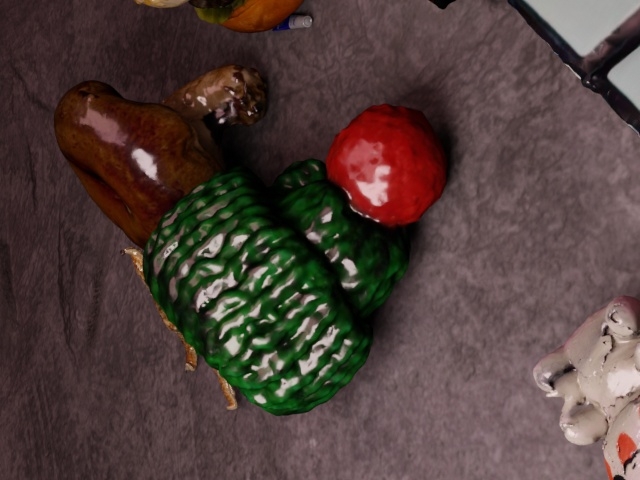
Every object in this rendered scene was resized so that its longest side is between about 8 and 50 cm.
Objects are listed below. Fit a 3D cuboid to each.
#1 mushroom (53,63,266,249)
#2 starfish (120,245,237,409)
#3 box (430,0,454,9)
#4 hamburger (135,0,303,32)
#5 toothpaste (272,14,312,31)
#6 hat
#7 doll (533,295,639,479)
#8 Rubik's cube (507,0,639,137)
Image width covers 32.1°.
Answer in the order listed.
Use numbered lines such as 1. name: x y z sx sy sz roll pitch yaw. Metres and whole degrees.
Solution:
1. mushroom: -0.200 -0.091 1.424 0.267 0.254 0.267 24 122 45
2. starfish: -0.167 0.100 1.369 0.231 0.048 0.295 62 165 -20
3. box: -0.016 -0.417 1.077 0.415 0.264 0.116 43 96 19
4. hamburger: -0.131 -0.405 1.381 0.291 0.225 0.291 -21 62 46
5. toothpaste: -0.037 -0.274 1.402 0.083 0.015 0.024 18 88 58
6. hat: 0.000 0.000 1.159 0.332 0.242 0.274 -44 56 5
7. doll: 0.252 0.136 0.861 0.149 0.095 0.192 -55 45 37
8. Rubik's cube: 0.342 -0.151 0.657 0.288 0.283 0.293 -54 47 28
